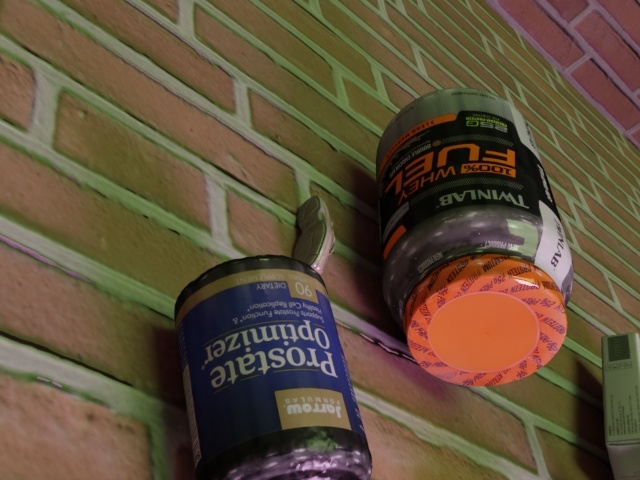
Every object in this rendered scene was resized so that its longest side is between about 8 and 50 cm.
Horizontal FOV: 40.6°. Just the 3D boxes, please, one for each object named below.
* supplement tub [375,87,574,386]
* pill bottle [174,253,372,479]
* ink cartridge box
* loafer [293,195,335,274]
[{"bbox_3d":[0.170,-0.011,0.998,0.207,0.207,0.338,37,31,-26],"label":"supplement tub"},{"bbox_3d":[-0.033,0.129,0.619,0.123,0.123,0.219,24,38,-42],"label":"pill bottle"},{"bbox_3d":[0.453,0.299,1.224,0.275,0.060,0.238,-57,132,-61],"label":"ink cartridge box"},{"bbox_3d":[0.000,0.000,0.907,0.039,0.045,0.125,45,25,-28],"label":"loafer"}]
